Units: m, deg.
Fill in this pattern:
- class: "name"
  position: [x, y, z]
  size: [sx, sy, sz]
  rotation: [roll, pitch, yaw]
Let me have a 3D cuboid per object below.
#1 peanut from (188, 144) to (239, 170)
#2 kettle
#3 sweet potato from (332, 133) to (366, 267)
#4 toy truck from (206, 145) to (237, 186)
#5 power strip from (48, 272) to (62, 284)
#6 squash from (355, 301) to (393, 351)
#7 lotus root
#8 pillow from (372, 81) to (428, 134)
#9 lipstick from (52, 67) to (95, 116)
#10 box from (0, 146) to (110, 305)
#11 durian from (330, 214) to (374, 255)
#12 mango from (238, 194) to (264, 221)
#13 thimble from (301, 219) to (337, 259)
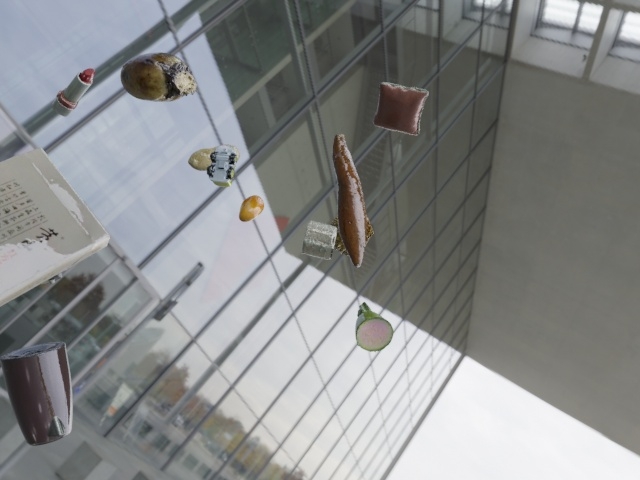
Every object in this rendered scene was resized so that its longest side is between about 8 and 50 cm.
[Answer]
- class: "peanut"
  position: [-0.426, -0.332, 2.108]
  size: [0.098, 0.214, 0.090]
  rotation: [42, -44, 38]
- class: "kettle"
  position: [-0.705, 0.383, 1.308]
  size: [0.202, 0.144, 0.232]
  rotation: [-6, -87, 37]
- class: "sweet potato"
  position: [0.057, -0.079, 1.000]
  size: [0.057, 0.057, 0.265]
  rotation: [156, -69, -65]
- class: "toy truck"
  position: [-0.266, -0.205, 1.465]
  size: [0.076, 0.111, 0.077]
  rotation: [8, -17, 8]
- class: "power strip"
  position: [-0.752, -0.005, 1.392]
  size: [0.105, 0.070, 0.257]
  rotation: [-21, -92, 68]
- class: "squash"
  position: [0.128, 0.225, 1.429]
  size: [0.105, 0.105, 0.132]
  rotation: [51, 3, -22]
- class: "lotus root"
  position: [-0.504, -0.493, 1.594]
  size: [0.314, 0.169, 0.141]
  rotation: [9, -77, 33]
- class: "pillow"
  position: [0.272, -0.456, 1.811]
  size: [0.171, 0.075, 0.179]
  rotation: [14, -41, 7]
- class: "lipstick"
  position: [-0.671, -0.418, 1.447]
  size: [0.186, 0.063, 0.057]
  rotation: [-30, -50, 36]
- class: "box"
  position: [-0.544, 0.011, 0.815]
  size: [0.204, 0.365, 0.051]
  rotation: [52, -37, 1]
- class: "durian"
  position: [0.093, -0.036, 1.835]
  size: [0.250, 0.138, 0.183]
  rotation: [101, -27, -81]
- class: "mango"
  position: [-0.176, -0.078, 1.332]
  size: [0.060, 0.089, 0.046]
  rotation: [7, -43, 29]
- class: "thimble"
  position: [0.000, 0.000, 1.525]
  size: [0.090, 0.102, 0.115]
  rotation: [14, -1, 4]
